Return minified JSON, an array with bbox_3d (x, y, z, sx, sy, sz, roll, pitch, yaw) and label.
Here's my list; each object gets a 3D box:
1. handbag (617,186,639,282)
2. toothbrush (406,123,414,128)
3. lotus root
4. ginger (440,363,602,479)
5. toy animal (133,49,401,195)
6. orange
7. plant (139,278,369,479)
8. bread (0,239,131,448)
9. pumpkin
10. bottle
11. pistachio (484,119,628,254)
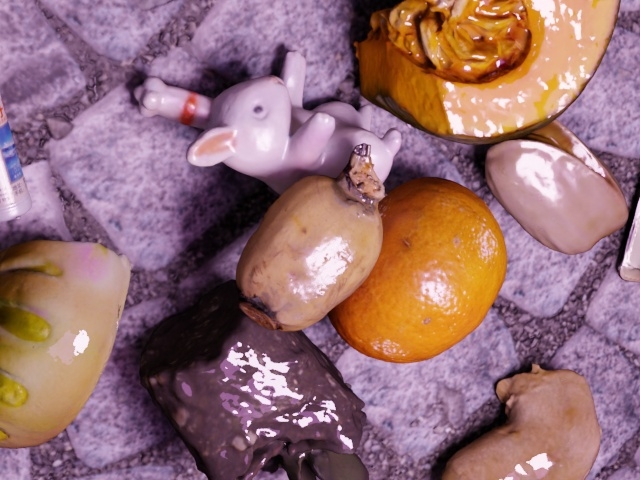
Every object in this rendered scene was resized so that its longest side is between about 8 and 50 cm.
[{"bbox_3d":[0.544,-0.088,1.817,0.237,0.160,0.358,2,106,-32],"label":"handbag"},{"bbox_3d":[0.205,-0.210,1.706,0.257,0.024,0.018,-38,119,-9],"label":"toothbrush"},{"bbox_3d":[0.000,0.000,1.511,0.221,0.118,0.125,-49,149,-3],"label":"lotus root"},{"bbox_3d":[0.252,0.281,1.825,0.267,0.152,0.138,-48,148,-8],"label":"ginger"},{"bbox_3d":[-0.048,-0.125,1.556,0.282,0.140,0.138,25,110,-30],"label":"toy animal"},{"bbox_3d":[0.108,0.039,1.636,0.170,0.224,0.224,40,88,-10],"label":"orange"},{"bbox_3d":[-0.066,0.191,1.631,0.188,0.199,0.276,-41,114,0],"label":"plant"},{"bbox_3d":[-0.304,0.111,1.513,0.158,0.156,0.260,22,96,-29],"label":"bread"},{"bbox_3d":[0.183,-0.254,1.563,0.256,0.225,0.303,-5,109,-16],"label":"pumpkin"},{"bbox_3d":[-0.349,-0.125,1.470,0.060,0.060,0.217,-20,115,-16],"label":"bottle"},{"bbox_3d":[0.281,-0.070,1.724,0.206,0.131,0.129,43,46,-29],"label":"pistachio"}]
